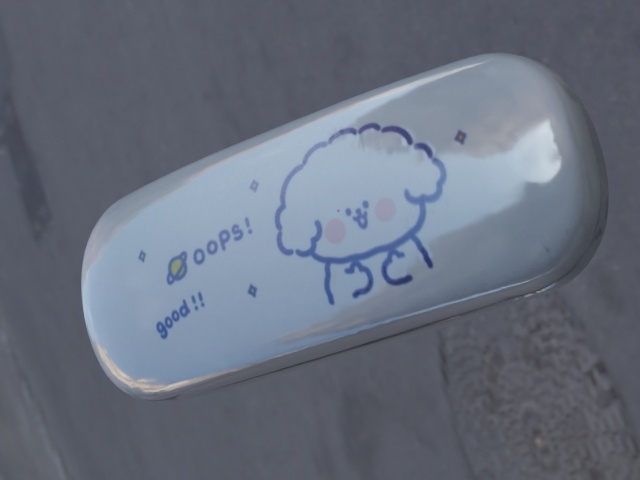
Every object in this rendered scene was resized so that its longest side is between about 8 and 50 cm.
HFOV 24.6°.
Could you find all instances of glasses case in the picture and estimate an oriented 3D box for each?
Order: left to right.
[{"bbox_3d":[0.000,0.000,0.477,0.197,0.049,0.076,-18,76,32],"label":"glasses case"}]
